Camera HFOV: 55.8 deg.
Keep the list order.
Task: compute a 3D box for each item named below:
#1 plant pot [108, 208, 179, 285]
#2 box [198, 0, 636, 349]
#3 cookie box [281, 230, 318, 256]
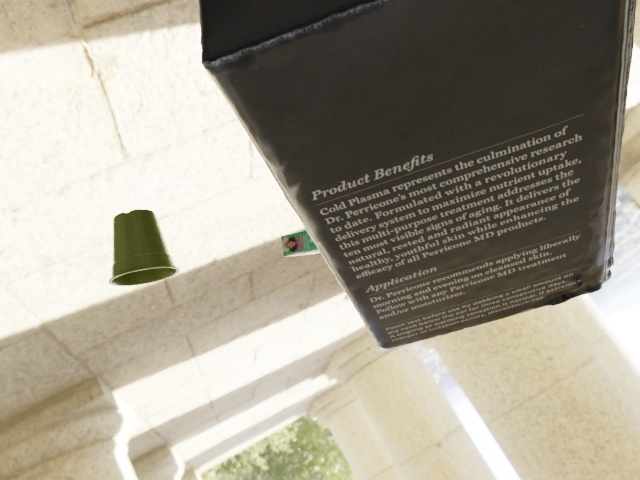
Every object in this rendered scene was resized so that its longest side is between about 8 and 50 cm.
[{"bbox_3d":[-0.220,0.007,0.733,0.083,0.079,0.083,-14,167,-3],"label":"plant pot"},{"bbox_3d":[0.094,-0.212,0.674,0.297,0.480,0.472,-18,142,9],"label":"box"},{"bbox_3d":[0.000,0.000,1.076,0.107,0.040,0.091,-13,174,36],"label":"cookie box"}]
